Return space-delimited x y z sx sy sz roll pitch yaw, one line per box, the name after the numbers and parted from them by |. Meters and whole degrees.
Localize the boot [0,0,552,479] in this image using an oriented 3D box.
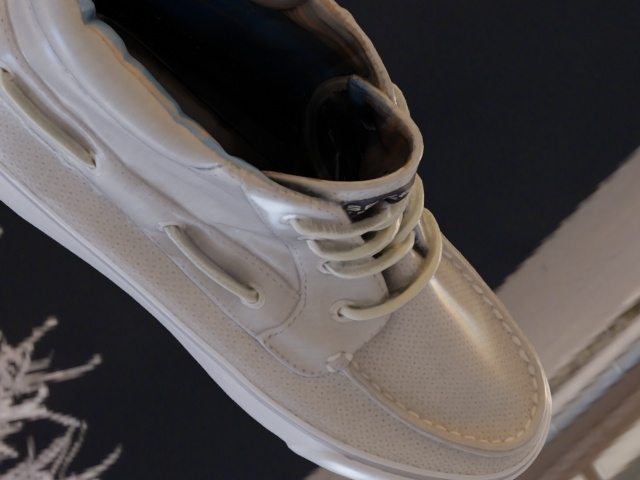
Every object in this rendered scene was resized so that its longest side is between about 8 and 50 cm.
0.000 0.000 0.406 0.258 0.095 0.123 35 -24 -18 | boot
